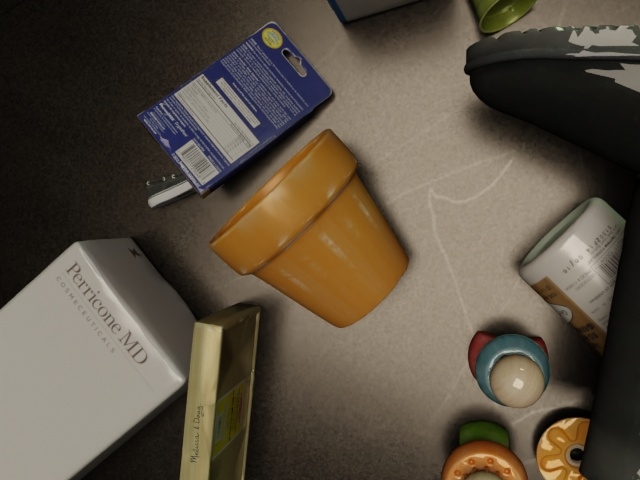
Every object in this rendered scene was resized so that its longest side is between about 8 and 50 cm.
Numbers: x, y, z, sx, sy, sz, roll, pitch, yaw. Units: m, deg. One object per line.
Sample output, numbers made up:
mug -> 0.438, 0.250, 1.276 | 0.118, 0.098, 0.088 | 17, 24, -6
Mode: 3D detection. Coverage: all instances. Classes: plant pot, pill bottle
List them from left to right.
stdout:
plant pot -> 0.000, 0.000, 0.849 | 0.205, 0.205, 0.188 | -42, 100, 10
plant pot -> 0.215, -0.316, 0.849 | 0.083, 0.083, 0.079 | -29, 74, 11
pill bottle -> 0.358, 0.072, 0.801 | 0.229, 0.131, 0.131 | 45, 99, 7

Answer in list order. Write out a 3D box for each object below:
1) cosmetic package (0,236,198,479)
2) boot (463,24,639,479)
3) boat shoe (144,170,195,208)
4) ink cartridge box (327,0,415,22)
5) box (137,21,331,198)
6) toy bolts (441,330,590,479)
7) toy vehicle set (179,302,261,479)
cosmetic package -> -0.384, 0.224, 0.940 | 0.453, 0.161, 0.230 | -41, 84, 9
boot -> 0.310, 0.026, 0.685 | 0.367, 0.146, 0.445 | 6, 98, 19
boat shoe -> -0.181, -0.087, 0.946 | 0.142, 0.049, 0.040 | -22, 87, 13
ink cartridge box -> 0.029, -0.490, 0.769 | 0.166, 0.285, 0.394 | -14, 89, 12
box -> -0.109, -0.175, 0.912 | 0.225, 0.036, 0.136 | -38, 84, -8
toy bolts -> 0.252, 0.226, 0.813 | 0.218, 0.158, 0.228 | -1, 92, 11
toy vehicle set -> -0.128, 0.224, 0.885 | 0.035, 0.166, 0.266 | 6, 93, 11
